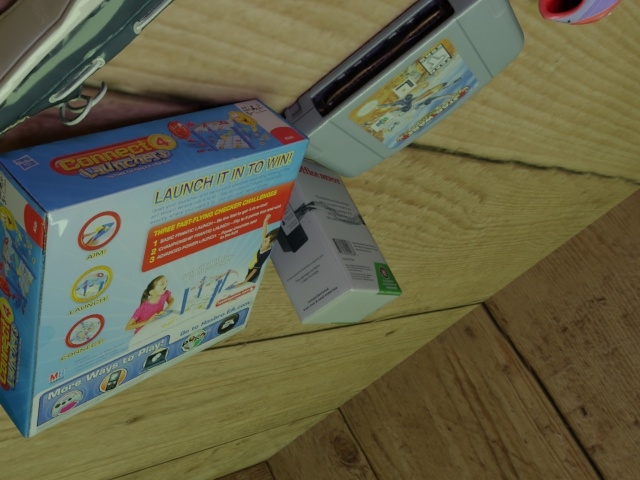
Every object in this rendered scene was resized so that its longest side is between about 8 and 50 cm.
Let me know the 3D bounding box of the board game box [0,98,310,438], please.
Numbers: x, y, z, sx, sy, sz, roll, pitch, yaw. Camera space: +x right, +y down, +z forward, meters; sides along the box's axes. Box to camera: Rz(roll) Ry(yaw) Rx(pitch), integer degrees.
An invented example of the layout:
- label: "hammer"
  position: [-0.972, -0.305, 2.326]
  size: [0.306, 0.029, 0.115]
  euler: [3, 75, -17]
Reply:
- label: "board game box"
  position: [-0.182, 0.023, 0.767]
  size: [0.308, 0.086, 0.302]
  euler: [-23, 145, -44]

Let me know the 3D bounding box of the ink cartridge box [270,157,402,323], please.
- label: "ink cartridge box"
  position: [0.000, 0.000, 0.957]
  size: [0.087, 0.208, 0.153]
  euler: [-36, 158, 23]

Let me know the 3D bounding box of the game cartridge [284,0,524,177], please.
- label: "game cartridge"
  position: [0.106, -0.189, 0.882]
  size: [0.297, 0.062, 0.198]
  euler: [-37, 154, 17]

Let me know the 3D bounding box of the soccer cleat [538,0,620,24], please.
- label: "soccer cleat"
  position: [0.341, -0.340, 0.814]
  size: [0.095, 0.083, 0.248]
  euler: [-15, 157, -24]

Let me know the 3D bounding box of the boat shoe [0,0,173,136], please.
- label: "boat shoe"
  position: [-0.203, -0.140, 0.542]
  size: [0.254, 0.095, 0.079]
  euler: [-43, 146, 10]
